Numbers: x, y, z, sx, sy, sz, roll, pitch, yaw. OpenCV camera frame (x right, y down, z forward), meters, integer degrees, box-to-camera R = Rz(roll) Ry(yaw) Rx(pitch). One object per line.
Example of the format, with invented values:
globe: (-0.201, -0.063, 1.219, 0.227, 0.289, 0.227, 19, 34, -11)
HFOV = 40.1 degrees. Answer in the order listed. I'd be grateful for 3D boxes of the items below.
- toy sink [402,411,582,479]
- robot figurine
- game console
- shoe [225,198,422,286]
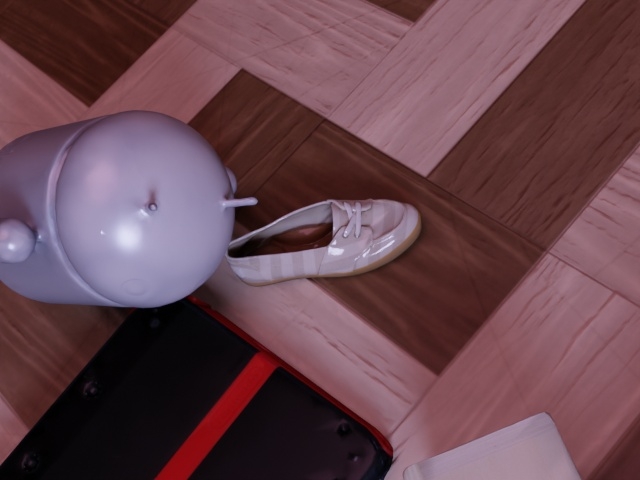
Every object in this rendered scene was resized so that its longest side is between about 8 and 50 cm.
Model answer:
toy sink: (0.172, 0.271, 0.640, 0.131, 0.153, 0.234, -24, 53, 8)
robot figurine: (-0.232, -0.030, 0.938, 0.353, 0.199, 0.300, -2, 16, 43)
game console: (-0.164, 0.263, 0.860, 0.342, 0.060, 0.386, 32, 77, 30)
shoe: (0.000, 0.000, 0.939, 0.219, 0.058, 0.076, -15, 56, 15)
